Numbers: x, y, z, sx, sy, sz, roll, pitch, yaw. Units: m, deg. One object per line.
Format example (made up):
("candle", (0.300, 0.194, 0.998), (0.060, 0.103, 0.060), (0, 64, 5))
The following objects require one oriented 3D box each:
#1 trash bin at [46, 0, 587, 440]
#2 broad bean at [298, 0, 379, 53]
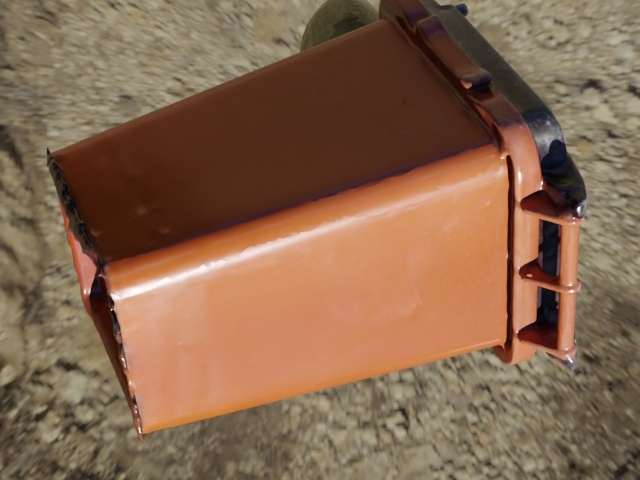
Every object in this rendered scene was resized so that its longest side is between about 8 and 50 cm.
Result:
("trash bin", (0.000, 0.000, 0.742), (0.238, 0.184, 0.161), (-19, 133, -15))
("broad bean", (0.026, -0.076, 1.123), (0.121, 0.263, 0.189), (-1, 67, -11))
